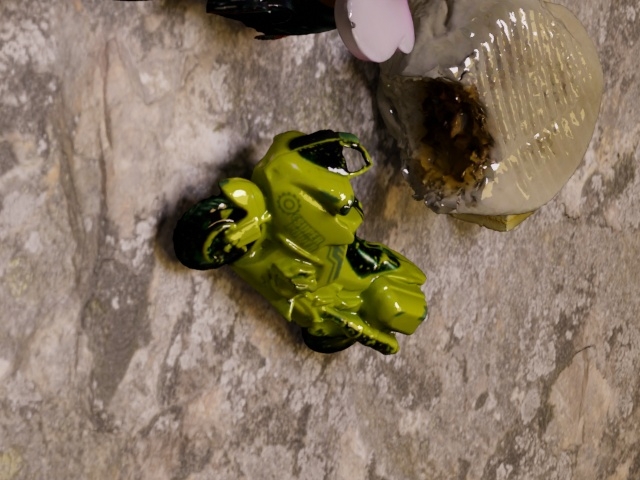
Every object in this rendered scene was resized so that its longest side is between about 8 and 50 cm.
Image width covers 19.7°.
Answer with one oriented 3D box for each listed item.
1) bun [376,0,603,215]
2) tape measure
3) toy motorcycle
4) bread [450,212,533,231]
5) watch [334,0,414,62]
[{"bbox_3d":[0.171,-0.170,2.043,0.281,0.205,0.282,-11,109,-35],"label":"bun"},{"bbox_3d":[-0.031,-0.301,1.805,0.223,0.135,0.202,1,89,-54],"label":"tape measure"},{"bbox_3d":[-0.001,-0.001,1.922,0.206,0.142,0.342,-38,141,11],"label":"toy motorcycle"},{"bbox_3d":[0.213,-0.050,2.215,0.094,0.090,0.035,-34,130,-42],"label":"bread"},{"bbox_3d":[0.103,-0.292,1.688,0.248,0.217,0.211,51,50,-42],"label":"watch"}]
